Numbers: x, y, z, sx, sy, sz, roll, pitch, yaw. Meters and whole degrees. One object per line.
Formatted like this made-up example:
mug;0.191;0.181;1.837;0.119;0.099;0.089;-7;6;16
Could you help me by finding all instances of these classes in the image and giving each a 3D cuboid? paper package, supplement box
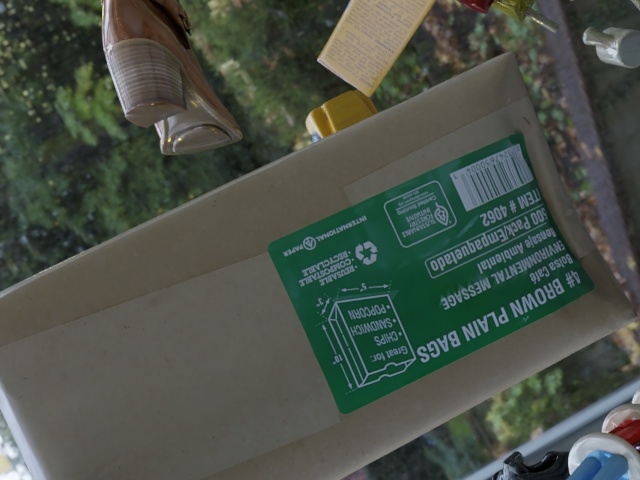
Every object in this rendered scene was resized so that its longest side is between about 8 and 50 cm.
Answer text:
paper package;-0.029;0.047;0.631;0.168;0.324;0.309;65;168;-2
supplement box;0.082;-0.257;1.006;0.080;0.078;0.233;32;136;-1

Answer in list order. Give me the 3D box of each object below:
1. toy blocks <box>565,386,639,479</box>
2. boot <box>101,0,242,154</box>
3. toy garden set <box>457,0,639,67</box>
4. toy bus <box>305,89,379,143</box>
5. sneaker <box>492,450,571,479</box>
toy blocks;0.223;0.137;0.616;0.123;0.148;0.054;1;104;41
boot;-0.191;-0.230;1.228;0.283;0.109;0.220;21;-126;-68
toy garden set;0.218;-0.220;0.714;0.244;0.204;0.049;25;-173;-22
toy bus;0.105;-0.076;1.515;0.333;0.108;0.130;62;163;5
sneaker;0.183;0.284;0.915;0.130;0.227;0.087;40;175;4
